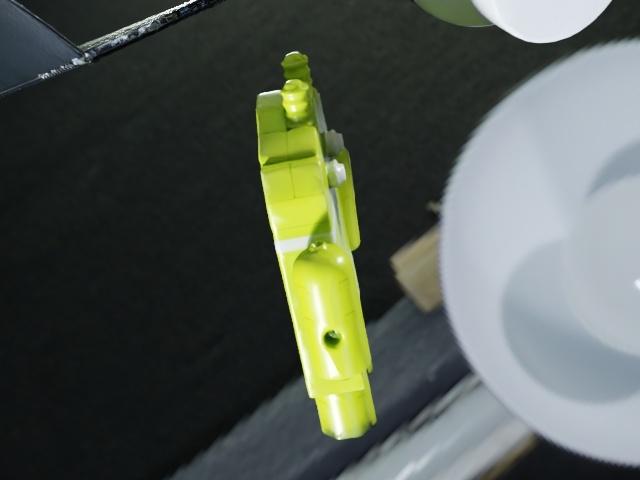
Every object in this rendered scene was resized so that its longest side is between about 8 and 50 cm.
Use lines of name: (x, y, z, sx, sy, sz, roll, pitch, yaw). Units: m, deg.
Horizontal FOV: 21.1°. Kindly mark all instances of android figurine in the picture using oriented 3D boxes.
android figurine: (0.000, 0.000, 1.264, 0.056, 0.273, 0.248, -9, -158, 4)

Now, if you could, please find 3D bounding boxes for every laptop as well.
laptop: (-0.246, -0.183, 1.326, 0.234, 0.137, 0.264, -12, -165, 45)

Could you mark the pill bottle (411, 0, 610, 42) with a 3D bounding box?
pill bottle: (0.100, -0.266, 1.320, 0.169, 0.169, 0.301, -45, -137, -1)
